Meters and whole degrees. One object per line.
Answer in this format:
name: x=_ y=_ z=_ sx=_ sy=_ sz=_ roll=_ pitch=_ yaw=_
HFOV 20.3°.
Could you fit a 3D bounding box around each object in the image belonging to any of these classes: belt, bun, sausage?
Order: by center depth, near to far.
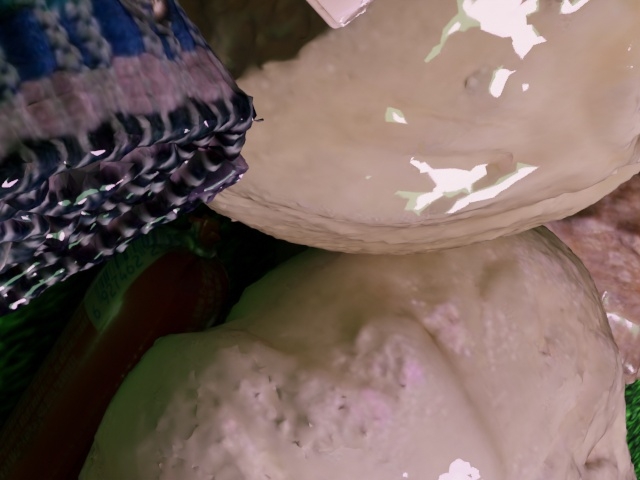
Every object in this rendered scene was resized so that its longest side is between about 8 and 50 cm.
belt: x=-0.169 y=-0.044 z=0.578 sx=0.295 sy=0.160 sz=0.207 roll=-28 pitch=172 yaw=-23
bun: x=0.091 y=-0.125 z=0.776 sx=0.364 sy=0.202 sz=0.364 roll=-34 pitch=158 yaw=-16
sausage: x=-0.122 y=0.085 z=0.974 sx=0.083 sy=0.083 sz=0.264 roll=-7 pitch=139 yaw=-52
bun: x=0.034 y=0.145 z=0.984 sx=0.365 sy=0.219 sz=0.365 roll=-39 pitch=159 yaw=-18

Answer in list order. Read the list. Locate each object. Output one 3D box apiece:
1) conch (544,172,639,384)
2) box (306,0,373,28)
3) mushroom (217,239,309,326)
conch: x=0.250 y=0.003 z=1.229 sx=0.352 sy=0.210 sz=0.297 roll=-31 pitch=170 yaw=-22
box: x=0.018 y=-0.204 z=0.569 sx=0.212 sy=0.168 sz=0.095 roll=-43 pitch=152 yaw=5
mushroom: x=-0.002 y=0.000 z=1.047 sx=0.059 sy=0.054 sz=0.202 roll=-16 pitch=141 yaw=-53
